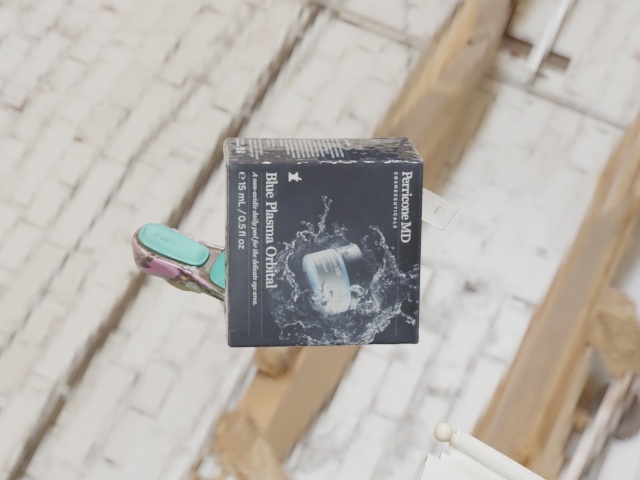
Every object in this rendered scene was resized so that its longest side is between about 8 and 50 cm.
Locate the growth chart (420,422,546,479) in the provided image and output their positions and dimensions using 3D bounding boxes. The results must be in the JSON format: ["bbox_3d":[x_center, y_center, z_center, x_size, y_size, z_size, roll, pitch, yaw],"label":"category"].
[{"bbox_3d":[0.121,0.261,1.261,0.021,0.172,0.237,-37,19,47],"label":"growth chart"}]

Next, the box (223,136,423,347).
[{"bbox_3d":[0.000,0.000,1.296,0.093,0.158,0.156,-107,17,-74],"label":"box"}]

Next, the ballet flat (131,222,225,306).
[{"bbox_3d":[-0.142,0.045,2.047,0.079,0.221,0.077,96,-161,-49],"label":"ballet flat"}]

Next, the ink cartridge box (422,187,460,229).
[{"bbox_3d":[0.065,-0.041,1.890,0.061,0.181,0.104,-68,-9,23],"label":"ink cartridge box"}]
